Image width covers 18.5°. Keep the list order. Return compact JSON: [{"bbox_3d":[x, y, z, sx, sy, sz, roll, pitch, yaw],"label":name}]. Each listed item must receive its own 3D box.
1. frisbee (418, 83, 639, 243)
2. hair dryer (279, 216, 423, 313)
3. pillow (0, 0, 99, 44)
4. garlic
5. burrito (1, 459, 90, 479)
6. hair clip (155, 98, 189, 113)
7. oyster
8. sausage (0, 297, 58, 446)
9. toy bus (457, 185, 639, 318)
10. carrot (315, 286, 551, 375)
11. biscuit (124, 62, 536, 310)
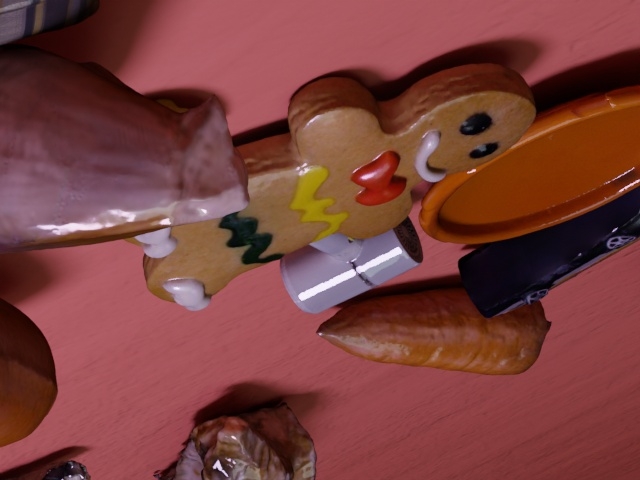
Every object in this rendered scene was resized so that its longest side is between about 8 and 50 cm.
[{"bbox_3d":[0.147,-0.054,1.204,0.192,0.035,0.192,-20,162,-7],"label":"frisbee"},{"bbox_3d":[0.000,0.000,1.193,0.082,0.047,0.137,-25,157,17],"label":"hair dryer"},{"bbox_3d":[-0.175,-0.086,0.731,0.203,0.038,0.113,-16,164,-15],"label":"pillow"},{"bbox_3d":[-0.112,-0.028,0.853,0.129,0.090,0.198,10,169,-15],"label":"garlic"},{"bbox_3d":[-0.286,0.228,1.524,0.230,0.063,0.058,-19,135,-1],"label":"burrito"},{"bbox_3d":[-0.132,-0.032,0.957,0.188,0.033,0.060,-16,160,-14],"label":"hair clip"},{"bbox_3d":[-0.070,0.223,1.650,0.110,0.166,0.341,-6,143,-16],"label":"oyster"},{"bbox_3d":[-0.220,0.058,1.017,0.105,0.105,0.274,-24,163,9],"label":"sausage"},{"bbox_3d":[0.179,-0.005,1.358,0.172,0.057,0.072,-33,168,34],"label":"toy bus"},{"bbox_3d":[0.074,0.068,1.448,0.205,0.072,0.072,1,153,-38],"label":"carrot"},{"bbox_3d":[0.005,-0.031,1.069,0.240,0.035,0.158,-22,154,6],"label":"biscuit"}]
